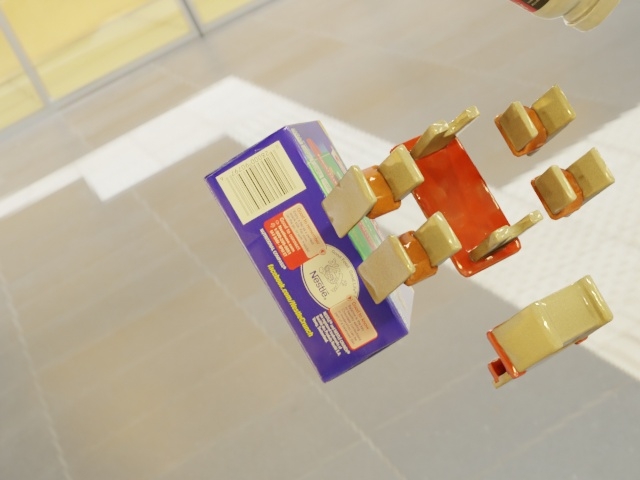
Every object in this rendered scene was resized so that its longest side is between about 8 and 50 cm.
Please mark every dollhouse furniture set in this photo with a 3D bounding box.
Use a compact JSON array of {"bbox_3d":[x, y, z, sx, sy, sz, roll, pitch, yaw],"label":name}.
[{"bbox_3d":[0.161,0.005,1.235,0.262,0.259,0.135,-23,-12,-28],"label":"dollhouse furniture set"}]

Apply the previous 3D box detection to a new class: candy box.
[{"bbox_3d":[0.000,0.000,1.490,0.122,0.268,0.317,-30,3,7],"label":"candy box"}]

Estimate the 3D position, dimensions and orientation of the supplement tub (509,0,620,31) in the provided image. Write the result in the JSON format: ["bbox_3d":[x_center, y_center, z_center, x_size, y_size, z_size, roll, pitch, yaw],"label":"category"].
[{"bbox_3d":[0.279,-0.415,1.666,0.191,0.272,0.191,-59,11,20],"label":"supplement tub"}]
